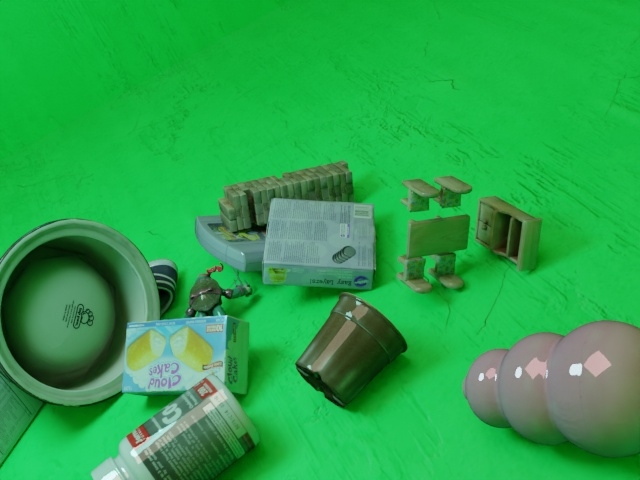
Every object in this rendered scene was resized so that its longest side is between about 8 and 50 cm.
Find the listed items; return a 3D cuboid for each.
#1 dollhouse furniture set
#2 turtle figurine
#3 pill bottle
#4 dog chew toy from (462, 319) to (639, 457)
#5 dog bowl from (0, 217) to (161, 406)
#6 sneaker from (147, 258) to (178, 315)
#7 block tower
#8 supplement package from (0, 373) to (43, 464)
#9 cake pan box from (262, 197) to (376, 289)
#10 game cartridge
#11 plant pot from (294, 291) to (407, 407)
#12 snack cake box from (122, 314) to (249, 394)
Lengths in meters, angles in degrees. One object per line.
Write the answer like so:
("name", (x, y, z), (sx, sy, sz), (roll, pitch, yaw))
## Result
("dollhouse furniture set", (0.290, -0.006, 1.792), (0.242, 0.212, 0.161), (-8, 24, -24))
("turtle figurine", (-0.248, 0.150, 2.031), (0.175, 0.118, 0.234), (-29, 41, 15))
("pill bottle", (-0.266, 0.391, 1.656), (0.283, 0.161, 0.161), (-36, 34, -15))
("dog chew toy", (0.374, 0.232, 1.415), (0.331, 0.207, 0.207), (-8, 36, 39))
("dog bowl", (-0.566, 0.161, 1.995), (0.150, 0.408, 0.408), (-9, 34, 49))
("sneaker", (-0.481, 0.146, 2.207), (0.282, 0.099, 0.153), (-22, 31, 1))
("block tower", (-0.075, -0.110, 2.192), (0.335, 0.091, 0.097), (-15, 26, -18))
("supplement package", (-0.771, 0.344, 2.037), (0.199, 0.198, 0.263), (-5, 38, 30))
("cake pan box", (0.000, 0.000, 2.029), (0.245, 0.070, 0.267), (4, 37, -1))
("game cartridge", (-0.182, 0.000, 2.163), (0.196, 0.060, 0.294), (-8, 23, -30))
("plant pot", (0.050, 0.214, 1.703), (0.165, 0.167, 0.167), (-49, 38, -17))
("snack cake box", (-0.281, 0.245, 1.877), (0.264, 0.089, 0.152), (-7, 72, 28))
